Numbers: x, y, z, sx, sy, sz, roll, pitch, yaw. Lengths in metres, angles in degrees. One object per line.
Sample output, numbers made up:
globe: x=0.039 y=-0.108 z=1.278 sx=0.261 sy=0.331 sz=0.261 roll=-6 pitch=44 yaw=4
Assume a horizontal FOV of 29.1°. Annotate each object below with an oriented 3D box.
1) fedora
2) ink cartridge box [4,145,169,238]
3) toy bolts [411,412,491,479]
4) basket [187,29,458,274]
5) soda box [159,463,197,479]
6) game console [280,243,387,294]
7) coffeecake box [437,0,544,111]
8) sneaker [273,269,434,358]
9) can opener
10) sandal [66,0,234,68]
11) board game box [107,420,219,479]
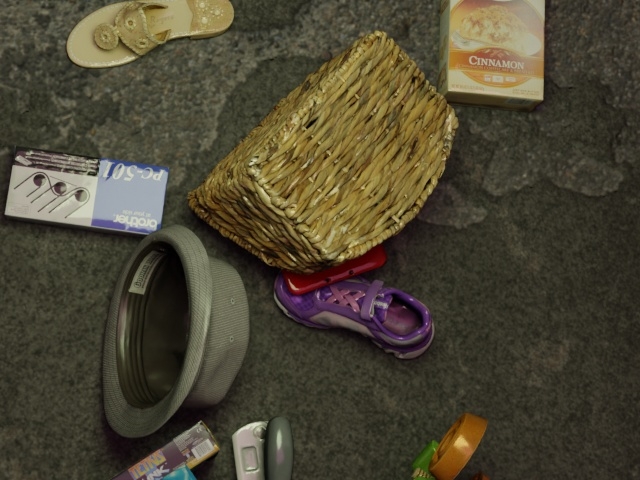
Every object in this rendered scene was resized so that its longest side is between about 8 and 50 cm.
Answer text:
fedora: x=-0.175 y=0.123 z=1.593 sx=0.124 sy=0.244 sz=0.275 roll=13 pitch=67 yaw=-37
ink cartridge box: x=-0.314 y=-0.064 z=1.665 sx=0.207 sy=0.046 sz=0.097 roll=8 pitch=80 yaw=-9
toy bolts: x=0.183 y=0.359 z=1.565 sx=0.158 sy=0.218 sz=0.228 roll=34 pitch=48 yaw=1
basket: x=0.015 y=-0.093 z=1.639 sx=0.213 sy=0.223 sz=0.299 roll=47 pitch=63 yaw=-11
soda box: x=-0.152 y=0.373 z=1.538 sx=0.071 sy=0.210 sz=0.067 roll=-32 pitch=46 yaw=-13
game console: x=0.000 y=0.000 z=1.690 sx=0.144 sy=0.124 sz=0.085 roll=-18 pitch=110 yaw=-13
coffeecake box: x=0.248 y=-0.289 z=1.791 sx=0.142 sy=0.068 sz=0.185 roll=4 pitch=79 yaw=-8
sneaker: x=0.053 y=0.086 z=1.674 sx=0.236 sy=0.104 sz=0.095 roll=20 pitch=79 yaw=-5
can opener: x=-0.064 y=0.372 z=1.615 sx=0.074 sy=0.093 sz=0.280 roll=-6 pitch=86 yaw=-12
sandal: x=-0.235 y=-0.305 z=1.704 sx=0.240 sy=0.079 sz=0.088 roll=-14 pitch=83 yaw=-12
board game box: x=-0.213 y=0.298 z=1.570 sx=0.170 sy=0.141 sz=0.048 roll=-32 pitch=84 yaw=-14
